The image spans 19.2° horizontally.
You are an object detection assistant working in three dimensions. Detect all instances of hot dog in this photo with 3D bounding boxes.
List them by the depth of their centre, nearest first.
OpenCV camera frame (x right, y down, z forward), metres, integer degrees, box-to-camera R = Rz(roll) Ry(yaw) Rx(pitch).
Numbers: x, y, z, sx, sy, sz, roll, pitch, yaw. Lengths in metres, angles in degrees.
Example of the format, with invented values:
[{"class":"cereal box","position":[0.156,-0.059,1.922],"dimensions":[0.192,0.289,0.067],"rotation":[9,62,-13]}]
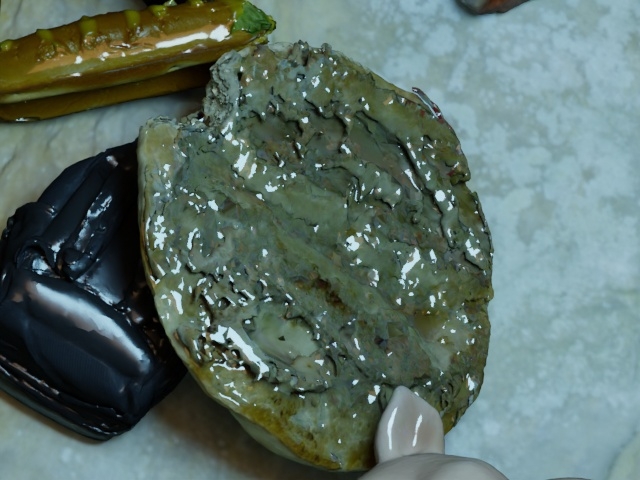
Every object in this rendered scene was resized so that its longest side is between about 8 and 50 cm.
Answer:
[{"class":"hot dog","position":[-0.168,-0.160,1.663],"dimensions":[0.269,0.115,0.072],"rotation":[-12,69,-12]}]

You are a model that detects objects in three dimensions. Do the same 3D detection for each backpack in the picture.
[{"class":"backpack","position":[-0.169,0.023,1.603],"dimensions":[0.206,0.133,0.258],"rotation":[32,61,-3]}]

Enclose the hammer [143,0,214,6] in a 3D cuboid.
[{"class":"hammer","position":[-0.267,-0.360,1.692],"dimensions":[0.409,0.242,0.095],"rotation":[33,77,20]}]

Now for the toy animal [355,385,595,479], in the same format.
[{"class":"toy animal","position":[0.145,0.269,1.513],"dimensions":[0.269,0.326,0.237],"rotation":[21,100,34]}]

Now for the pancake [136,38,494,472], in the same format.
[{"class":"pancake","position":[0.001,0.000,1.615],"dimensions":[0.382,0.071,0.382],"rotation":[14,65,-31]}]

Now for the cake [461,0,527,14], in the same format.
[{"class":"cake","position":[0.230,-0.385,1.761],"dimensions":[0.309,0.237,0.230],"rotation":[-21,77,-19]}]
